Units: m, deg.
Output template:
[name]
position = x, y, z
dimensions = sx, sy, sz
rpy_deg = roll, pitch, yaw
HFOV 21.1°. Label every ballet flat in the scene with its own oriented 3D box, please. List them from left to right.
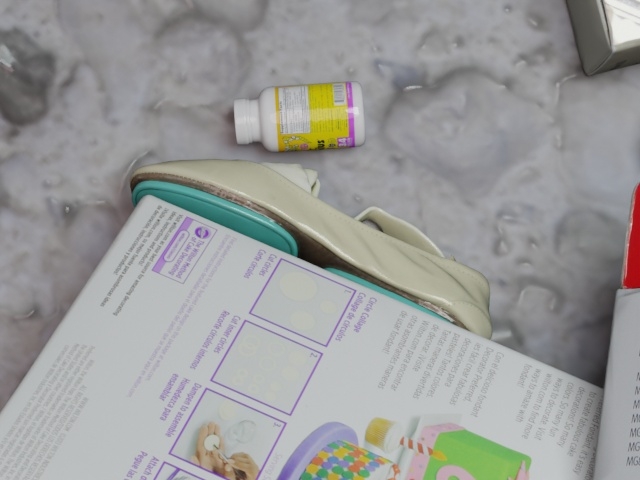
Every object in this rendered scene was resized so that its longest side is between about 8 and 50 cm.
[ballet flat]
position = 0.000, 0.000, 1.100
dimensions = 0.248, 0.086, 0.086
rpy_deg = 28, 86, 0

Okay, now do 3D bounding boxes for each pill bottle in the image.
[pill bottle]
position = -0.013, -0.080, 1.116
dimensions = 0.083, 0.043, 0.043
rpy_deg = -4, 86, 0

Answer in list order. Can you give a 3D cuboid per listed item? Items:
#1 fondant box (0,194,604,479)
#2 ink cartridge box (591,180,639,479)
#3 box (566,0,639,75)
[fondant box]
position = -0.009, 0.138, 0.999
dimensions = 0.330, 0.096, 0.238
rpy_deg = 23, 49, 8
[ink cartridge box]
position = 0.313, 0.121, 0.979
dimensions = 0.309, 0.130, 0.271
rpy_deg = 17, 73, -29
[box]
position = 0.297, -0.185, 1.092
dimensions = 0.275, 0.113, 0.094
rpy_deg = -14, 87, 0
